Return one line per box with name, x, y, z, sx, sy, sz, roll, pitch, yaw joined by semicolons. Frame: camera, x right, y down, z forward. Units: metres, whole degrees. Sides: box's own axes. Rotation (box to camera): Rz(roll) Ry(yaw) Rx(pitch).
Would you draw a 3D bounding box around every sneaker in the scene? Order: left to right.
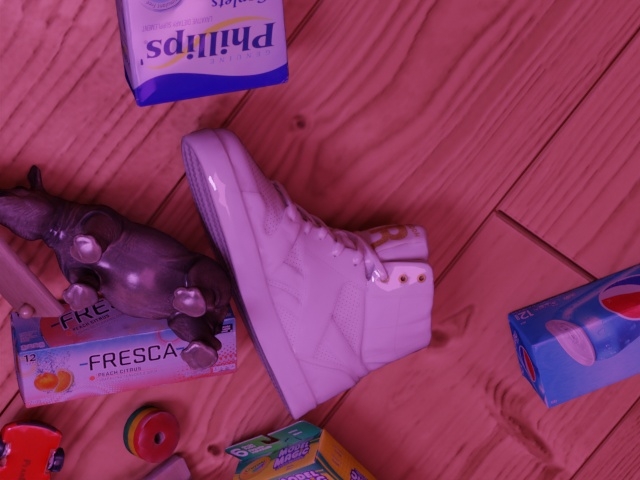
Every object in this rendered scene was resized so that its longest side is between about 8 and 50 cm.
sneaker;0.000;0.000;1.564;0.169;0.108;0.292;-25;127;-6

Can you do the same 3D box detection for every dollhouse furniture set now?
dollhouse furniture set;-0.319;0.068;1.475;0.123;0.144;0.151;51;57;-28

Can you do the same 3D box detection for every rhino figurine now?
rhino figurine;-0.176;0.010;1.498;0.243;0.106;0.073;29;109;-3

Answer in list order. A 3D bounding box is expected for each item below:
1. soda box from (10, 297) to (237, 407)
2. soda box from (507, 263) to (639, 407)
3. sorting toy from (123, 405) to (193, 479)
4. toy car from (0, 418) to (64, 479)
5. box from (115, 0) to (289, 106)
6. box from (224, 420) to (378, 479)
soda box;-0.164;0.085;1.569;0.183;0.058;0.063;-9;127;-13
soda box;0.281;0.072;1.690;0.210;0.067;0.071;-21;117;-7
sorting toy;-0.138;0.287;1.646;0.132;0.046;0.274;-36;124;-31
toy car;-0.303;0.273;1.622;0.225;0.053;0.239;-19;116;-6
box;-0.095;-0.186;1.465;0.126;0.072;0.137;-10;116;-11
box;0.002;0.232;1.670;0.105;0.043;0.179;-24;122;35
